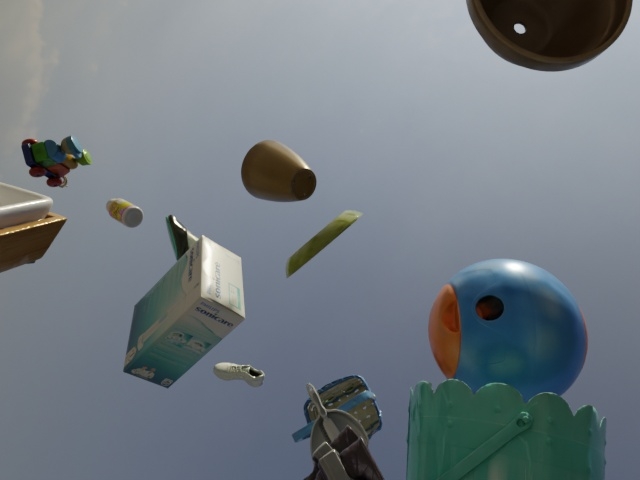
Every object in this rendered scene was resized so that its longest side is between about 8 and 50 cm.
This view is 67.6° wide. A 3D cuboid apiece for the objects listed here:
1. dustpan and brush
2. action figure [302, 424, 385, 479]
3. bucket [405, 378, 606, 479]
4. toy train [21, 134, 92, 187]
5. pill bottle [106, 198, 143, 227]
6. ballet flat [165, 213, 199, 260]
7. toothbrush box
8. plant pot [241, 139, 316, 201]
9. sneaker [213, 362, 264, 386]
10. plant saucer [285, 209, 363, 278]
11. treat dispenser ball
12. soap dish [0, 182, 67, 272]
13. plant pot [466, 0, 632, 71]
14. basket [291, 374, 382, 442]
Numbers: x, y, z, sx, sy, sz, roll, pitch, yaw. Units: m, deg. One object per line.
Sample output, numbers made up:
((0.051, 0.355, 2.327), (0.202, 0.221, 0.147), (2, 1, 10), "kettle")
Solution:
((0.016, 0.434, 1.131), (0.211, 0.147, 0.060), (60, -20, 8), "dustpan and brush")
((-0.060, 0.330, 0.562), (0.284, 0.185, 0.099), (-28, -113, -7), "action figure")
((0.239, 0.315, 0.643), (0.281, 0.281, 0.183), (-10, -126, 39), "bucket")
((-0.733, -0.223, 1.391), (0.143, 0.248, 0.105), (-19, -100, -5), "toy train")
((-0.390, -0.057, 0.943), (0.083, 0.043, 0.044), (23, -85, 36), "pill bottle")
((-0.383, 0.055, 1.385), (0.095, 0.096, 0.281), (136, -56, -64), "ballet flat")
((-0.322, 0.169, 1.138), (0.295, 0.126, 0.216), (-44, -146, 20), "toothbrush box")
((-0.133, -0.239, 1.796), (0.254, 0.237, 0.237), (27, -82, 47), "plant pot")
((-0.233, 0.379, 1.385), (0.061, 0.152, 0.054), (115, -14, -47), "sneaker")
((0.000, 0.000, 1.146), (0.241, 0.241, 0.037), (-40, -90, 27), "plant saucer")
((0.357, 0.180, 0.929), (0.288, 0.288, 0.289), (-11, -108, 39), "treat dispenser ball")
((-0.575, -0.016, 0.710), (0.228, 0.291, 0.118), (16, -76, 6), "soap dish")
((0.324, -0.351, 0.723), (0.237, 0.110, 0.238), (1, -100, -4), "plant pot")
((0.059, 0.535, 1.460), (0.254, 0.289, 0.201), (-30, -109, 4), "basket")
